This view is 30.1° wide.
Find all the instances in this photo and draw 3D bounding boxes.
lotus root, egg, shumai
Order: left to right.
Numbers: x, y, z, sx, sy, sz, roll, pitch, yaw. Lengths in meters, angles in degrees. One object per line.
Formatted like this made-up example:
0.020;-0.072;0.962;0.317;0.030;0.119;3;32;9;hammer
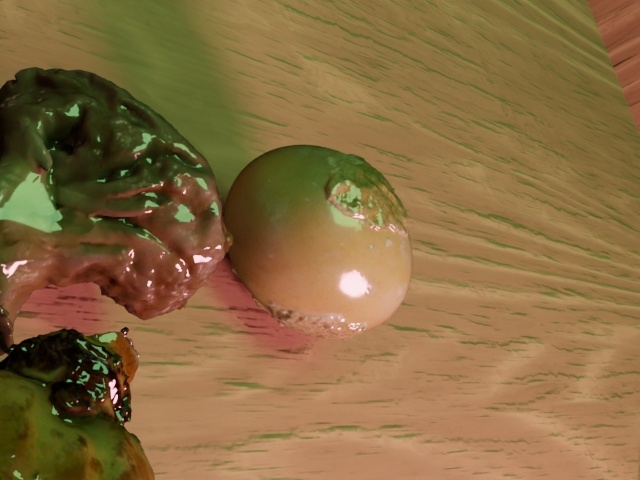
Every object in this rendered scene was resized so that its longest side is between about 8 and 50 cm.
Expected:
-0.183;0.180;0.667;0.169;0.141;0.314;34;39;-21;lotus root
-0.179;-0.010;0.823;0.206;0.166;0.175;34;42;11;shumai
0.002;0.001;1.079;0.201;0.164;0.164;48;33;-33;egg
